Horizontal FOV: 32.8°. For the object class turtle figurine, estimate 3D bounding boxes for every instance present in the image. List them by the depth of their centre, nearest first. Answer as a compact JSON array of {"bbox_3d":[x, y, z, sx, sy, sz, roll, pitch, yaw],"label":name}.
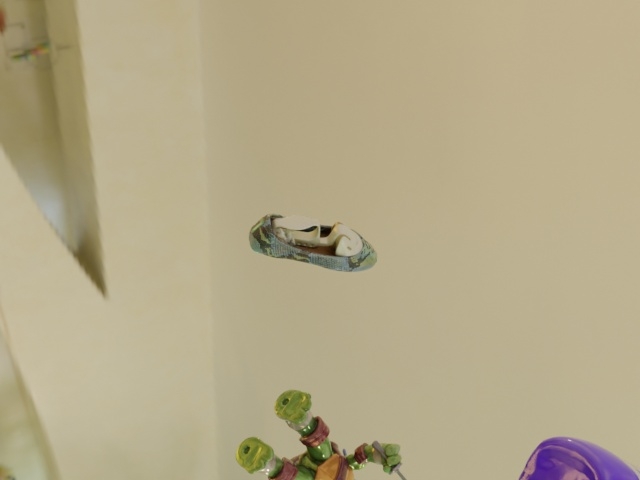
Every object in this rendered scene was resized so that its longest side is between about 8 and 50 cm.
[{"bbox_3d":[0.023,0.356,1.573,0.266,0.198,0.275,47,20,-35],"label":"turtle figurine"}]

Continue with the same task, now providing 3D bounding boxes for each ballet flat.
[{"bbox_3d":[0.000,0.000,1.439,0.070,0.188,0.070,-174,-90,-66],"label":"ballet flat"}]

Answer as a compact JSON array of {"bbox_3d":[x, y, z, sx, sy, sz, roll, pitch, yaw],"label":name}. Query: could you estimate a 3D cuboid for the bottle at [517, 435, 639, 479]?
[{"bbox_3d":[0.298,0.255,0.926,0.092,0.283,0.118,-63,-153,-1],"label":"bottle"}]
